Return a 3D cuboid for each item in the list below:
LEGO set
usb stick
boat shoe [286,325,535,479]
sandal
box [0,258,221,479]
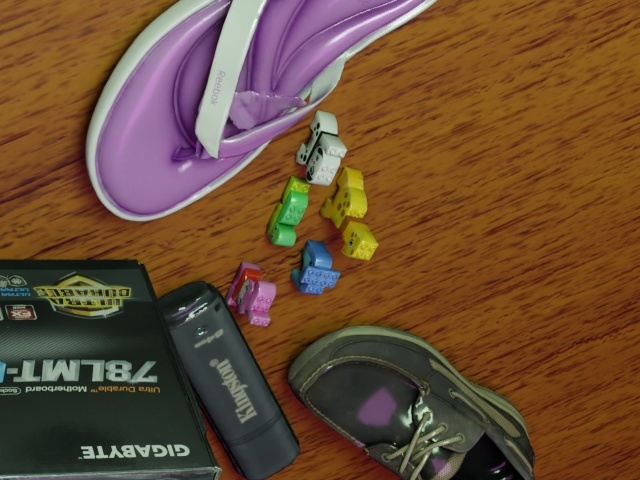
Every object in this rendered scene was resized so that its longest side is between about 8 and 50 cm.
[{"bbox_3d":[0.000,0.000,1.455,0.087,0.093,0.227,11,120,-29],"label":"LEGO set"},{"bbox_3d":[-0.095,0.152,1.560,0.077,0.045,0.278,-25,130,-1],"label":"usb stick"},{"bbox_3d":[0.120,0.201,1.631,0.355,0.130,0.132,25,112,-35],"label":"boat shoe"},{"bbox_3d":[-0.039,-0.163,1.305,0.416,0.102,0.169,-42,127,7],"label":"sandal"},{"bbox_3d":[-0.266,0.126,1.306,0.295,0.293,0.073,2,124,-23],"label":"box"}]
